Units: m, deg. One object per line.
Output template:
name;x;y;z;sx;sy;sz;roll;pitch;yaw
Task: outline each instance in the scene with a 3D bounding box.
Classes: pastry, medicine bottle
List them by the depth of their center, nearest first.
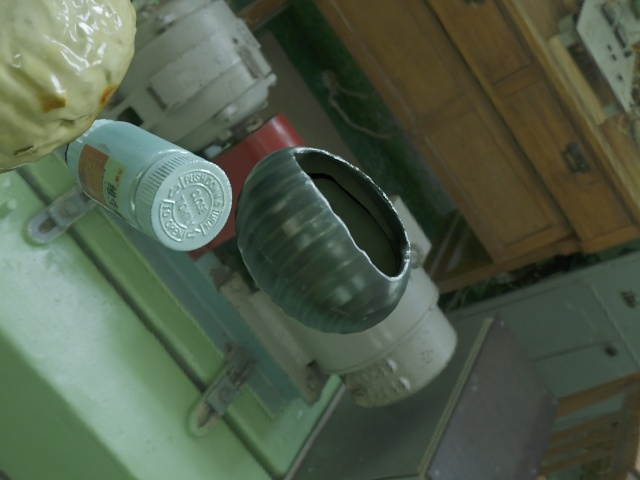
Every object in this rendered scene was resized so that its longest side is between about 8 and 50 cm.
pastry;-0.398;-0.242;0.814;0.312;0.389;0.388;72;5;-75
medicine bottle;-0.308;-0.107;1.281;0.158;0.318;0.158;-23;126;-36

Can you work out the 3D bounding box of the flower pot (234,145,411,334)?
flower pot;0.000;0.000;0.882;0.189;0.157;0.243;-5;51;-50
